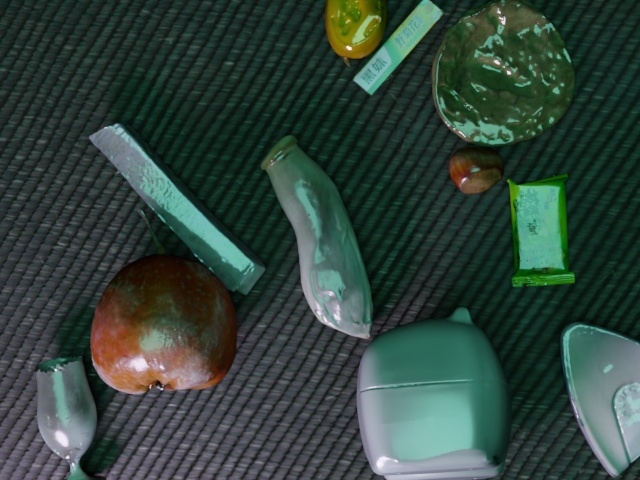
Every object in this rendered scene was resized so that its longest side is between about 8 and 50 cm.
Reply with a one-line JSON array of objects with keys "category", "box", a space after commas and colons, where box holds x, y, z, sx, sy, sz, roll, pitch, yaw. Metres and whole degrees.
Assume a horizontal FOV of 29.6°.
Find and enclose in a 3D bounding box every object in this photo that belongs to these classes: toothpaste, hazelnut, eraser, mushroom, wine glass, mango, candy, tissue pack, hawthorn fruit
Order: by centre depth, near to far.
[{"category": "tissue pack", "box": [0.172, 0.241, 1.836, 0.229, 0.333, 0.236, -6, 74, 7]}, {"category": "hawthorn fruit", "box": [-0.239, 0.132, 1.920, 0.235, 0.231, 0.263, 23, 101, -7]}, {"category": "hazelnut", "box": [0.246, -0.115, 1.933, 0.086, 0.086, 0.086, 0, 94, 6]}, {"category": "eraser", "box": [0.472, 0.225, 1.936, 0.204, 0.059, 0.243, -40, 93, 8]}, {"category": "mango", "box": [0.057, -0.372, 1.938, 0.101, 0.066, 0.187, 1, 89, 14]}, {"category": "candy", "box": [0.353, -0.016, 1.946, 0.102, 0.032, 0.178, -3, 94, 6]}, {"category": "toothpaste", "box": [0.126, -0.311, 1.947, 0.043, 0.037, 0.178, 42, 97, 1]}, {"category": "mushroom", "box": [0.002, -0.002, 1.957, 0.109, 0.097, 0.351, -19, 88, 5]}, {"category": "wine glass", "box": [-0.422, 0.307, 2.019, 0.103, 0.103, 0.222, -8, 93, 7]}]

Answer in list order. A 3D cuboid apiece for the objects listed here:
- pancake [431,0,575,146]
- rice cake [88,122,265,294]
[{"category": "pancake", "box": [0.292, -0.263, 1.929, 0.242, 0.050, 0.242, 0, 93, -2]}, {"category": "rice cake", "box": [-0.234, -0.055, 1.993, 0.365, 0.056, 0.072, 46, 103, 1]}]
